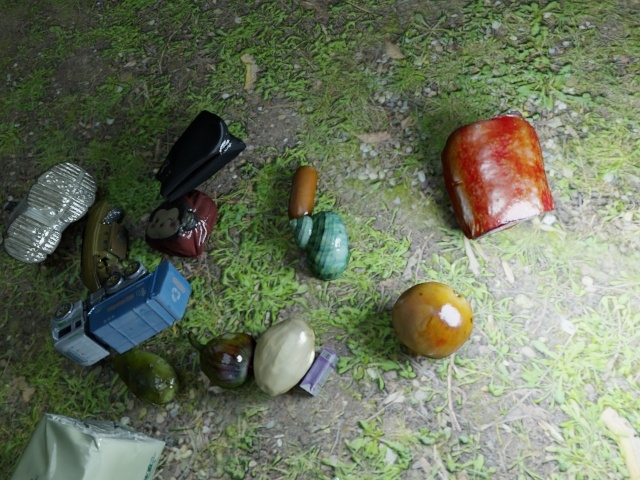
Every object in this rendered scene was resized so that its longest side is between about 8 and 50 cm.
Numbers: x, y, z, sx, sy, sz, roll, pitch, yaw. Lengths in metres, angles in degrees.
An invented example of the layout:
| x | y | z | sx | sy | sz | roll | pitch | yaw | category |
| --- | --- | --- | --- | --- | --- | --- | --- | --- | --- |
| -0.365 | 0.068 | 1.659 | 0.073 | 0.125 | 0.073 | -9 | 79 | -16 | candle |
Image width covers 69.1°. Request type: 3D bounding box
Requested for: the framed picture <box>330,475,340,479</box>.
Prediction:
| x | y | z | sx | sy | sz | roll | pitch | yaw | category |
| --- | --- | --- | --- | --- | --- | --- | --- | --- | --- |
| -0.012 | 0.670 | 0.976 | 0.275 | 0.017 | 0.217 | -21 | 58 | -28 | framed picture |

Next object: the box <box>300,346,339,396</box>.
| x | y | z | sx | sy | sz | roll | pitch | yaw | category |
| --- | --- | --- | --- | --- | --- | --- | --- | --- | --- |
| -0.001 | 0.332 | 1.173 | 0.036 | 0.050 | 0.117 | 25 | 73 | 28 | box |

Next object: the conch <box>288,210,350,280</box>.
| x | y | z | sx | sy | sz | roll | pitch | yaw | category |
| --- | --- | --- | --- | --- | --- | --- | --- | --- | --- |
| 0.001 | 0.001 | 1.294 | 0.188 | 0.122 | 0.175 | 36 | 100 | 27 | conch |

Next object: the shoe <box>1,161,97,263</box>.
| x | y | z | sx | sy | sz | roll | pitch | yaw | category |
| --- | --- | --- | --- | --- | --- | --- | --- | --- | --- |
| -0.877 | -0.096 | 1.466 | 0.198 | 0.172 | 0.350 | 0 | 53 | 45 | shoe |

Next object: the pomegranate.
| x | y | z | sx | sy | sz | roll | pitch | yaw | category |
| --- | --- | --- | --- | --- | --- | --- | --- | --- | --- |
| 0.267 | 0.190 | 1.118 | 0.192 | 0.191 | 0.191 | -4 | 64 | 9 | pomegranate |

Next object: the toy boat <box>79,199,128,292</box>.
| x | y | z | sx | sy | sz | roll | pitch | yaw | category |
| --- | --- | --- | --- | --- | --- | --- | --- | --- | --- |
| -0.654 | 0.018 | 1.422 | 0.122 | 0.089 | 0.320 | -16 | 60 | 12 | toy boat |

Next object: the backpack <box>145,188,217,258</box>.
| x | y | z | sx | sy | sz | roll | pitch | yaw | category |
| --- | --- | --- | --- | --- | --- | --- | --- | --- | --- |
| -0.407 | -0.056 | 1.394 | 0.230 | 0.139 | 0.229 | -17 | 50 | 21 | backpack |

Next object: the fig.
| x | y | z | sx | sy | sz | roll | pitch | yaw | category |
| --- | --- | --- | --- | --- | --- | --- | --- | --- | --- |
| -0.276 | 0.288 | 1.211 | 0.246 | 0.149 | 0.149 | 15 | 68 | 29 | fig |

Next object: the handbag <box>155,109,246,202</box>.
| x | y | z | sx | sy | sz | roll | pitch | yaw | category |
| --- | --- | --- | --- | --- | --- | --- | --- | --- | --- |
| -0.387 | -0.252 | 1.432 | 0.288 | 0.152 | 0.342 | -43 | 29 | -1 | handbag |

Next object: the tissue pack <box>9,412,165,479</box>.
| x | y | z | sx | sy | sz | roll | pitch | yaw | category |
| --- | --- | --- | --- | --- | --- | --- | --- | --- | --- |
| -0.544 | 0.596 | 1.015 | 0.208 | 0.297 | 0.379 | 10 | 69 | 18 | tissue pack |

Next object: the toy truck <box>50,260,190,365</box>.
| x | y | z | sx | sy | sz | roll | pitch | yaw | category |
| --- | --- | --- | --- | --- | --- | --- | --- | --- | --- |
| -0.541 | 0.193 | 1.266 | 0.368 | 0.146 | 0.175 | -30 | 42 | -2 | toy truck |

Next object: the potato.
| x | y | z | sx | sy | sz | roll | pitch | yaw | category |
| --- | --- | --- | --- | --- | --- | --- | --- | --- | --- |
| -0.464 | 0.354 | 1.229 | 0.226 | 0.090 | 0.117 | 19 | 76 | 26 | potato |

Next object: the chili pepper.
| x | y | z | sx | sy | sz | roll | pitch | yaw | category |
| --- | --- | --- | --- | --- | --- | --- | --- | --- | --- |
| 0.473 | -0.152 | 1.243 | 0.252 | 0.229 | 0.304 | -10 | 74 | 3 | chili pepper |

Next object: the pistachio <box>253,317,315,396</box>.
| x | y | z | sx | sy | sz | roll | pitch | yaw | category |
| --- | --- | --- | --- | --- | --- | --- | --- | --- | --- |
| -0.093 | 0.289 | 1.172 | 0.145 | 0.117 | 0.200 | 31 | 79 | 7 | pistachio |

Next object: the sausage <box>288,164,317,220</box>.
| x | y | z | sx | sy | sz | roll | pitch | yaw | category |
| --- | --- | --- | --- | --- | --- | --- | --- | --- | --- |
| -0.053 | -0.134 | 1.392 | 0.077 | 0.076 | 0.197 | 2 | 66 | 12 | sausage |
